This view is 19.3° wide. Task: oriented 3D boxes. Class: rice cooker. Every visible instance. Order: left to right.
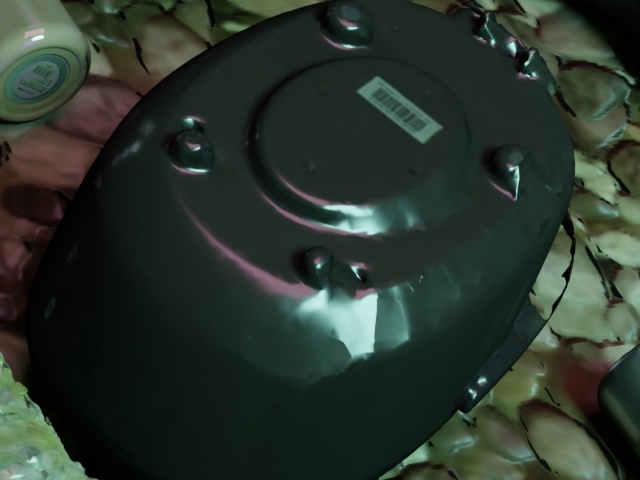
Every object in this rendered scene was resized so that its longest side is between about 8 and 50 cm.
[{"bbox_3d":[0.001,0.000,0.607,0.142,0.118,0.203,39,47,13],"label":"rice cooker"}]

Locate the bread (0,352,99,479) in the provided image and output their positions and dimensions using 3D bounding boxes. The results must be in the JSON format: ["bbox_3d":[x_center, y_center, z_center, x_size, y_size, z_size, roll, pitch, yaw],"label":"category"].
[{"bbox_3d":[-0.145,0.065,0.510,0.172,0.064,0.232,17,44,-8],"label":"bread"}]

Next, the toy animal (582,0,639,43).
[{"bbox_3d":[0.164,-0.119,0.853,0.148,0.084,0.233,-23,63,-27],"label":"toy animal"}]

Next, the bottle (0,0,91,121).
[{"bbox_3d":[-0.122,-0.090,0.688,0.045,0.045,0.096,-9,51,-34],"label":"bottle"}]

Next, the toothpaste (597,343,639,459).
[{"bbox_3d":[0.177,0.129,0.623,0.039,0.062,0.239,13,34,-56],"label":"toothpaste"}]
